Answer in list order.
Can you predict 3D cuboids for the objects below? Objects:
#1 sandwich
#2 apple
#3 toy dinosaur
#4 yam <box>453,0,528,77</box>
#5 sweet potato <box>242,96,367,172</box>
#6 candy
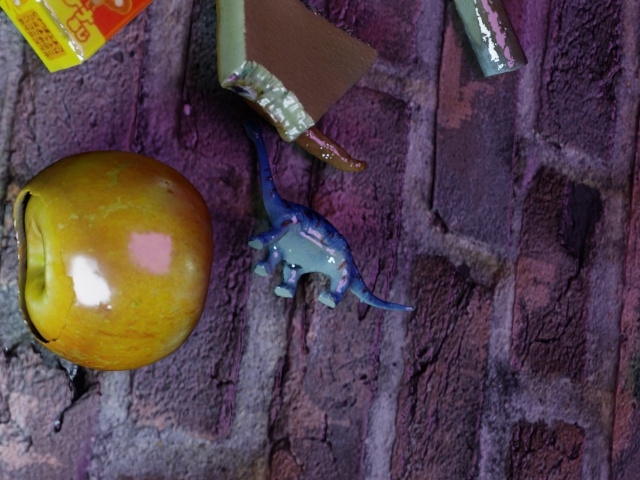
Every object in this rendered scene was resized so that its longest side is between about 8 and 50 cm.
[{"bbox_3d":[-0.026,-0.200,1.844,0.245,0.063,0.212,28,43,-35],"label":"sandwich"},{"bbox_3d":[-0.228,0.018,1.628,0.208,0.237,0.236,9,79,-18],"label":"apple"},{"bbox_3d":[-0.022,0.011,1.870,0.329,0.076,0.144,48,52,-11],"label":"toy dinosaur"},{"bbox_3d":[0.228,-0.306,2.097,0.068,0.068,0.169,-34,105,-35],"label":"yam"},{"bbox_3d":[-0.029,-0.147,1.892,0.214,0.050,0.050,42,62,-24],"label":"sweet potato"},{"bbox_3d":[-0.240,-0.329,1.728,0.146,0.088,0.276,52,58,-20],"label":"candy"}]
